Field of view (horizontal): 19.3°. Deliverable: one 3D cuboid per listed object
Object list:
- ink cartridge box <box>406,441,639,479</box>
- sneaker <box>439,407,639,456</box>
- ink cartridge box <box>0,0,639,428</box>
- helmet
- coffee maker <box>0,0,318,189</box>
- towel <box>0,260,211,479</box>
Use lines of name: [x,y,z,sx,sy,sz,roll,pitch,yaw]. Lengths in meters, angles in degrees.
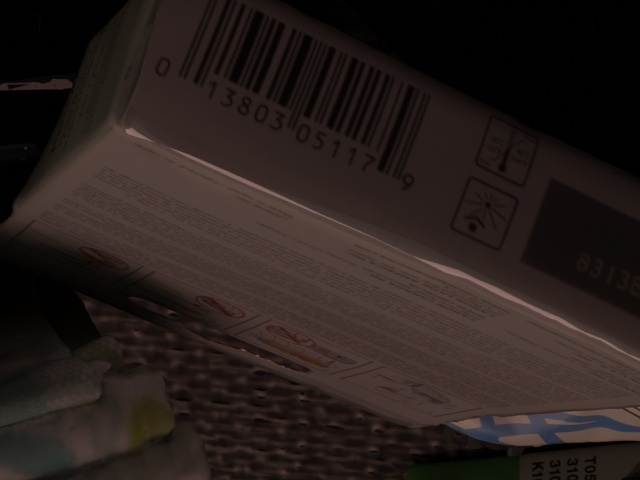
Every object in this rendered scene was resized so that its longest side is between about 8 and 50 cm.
ink cartridge box: [0.187,0.210,0.946,0.278,0.201,0.117,-8,142,17]
sneaker: [0.136,0.054,0.855,0.237,0.085,0.086,7,118,3]
ink cartridge box: [0.000,0.000,0.599,0.189,0.066,0.232,24,169,-15]
helmet: [0.098,-0.095,0.566,0.161,0.169,0.169,30,138,-16]
coffee maker: [-0.094,-0.084,0.669,0.178,0.120,0.171,-1,126,5]
towel: [-0.248,0.099,0.701,0.374,0.320,0.090,-15,101,-12]
